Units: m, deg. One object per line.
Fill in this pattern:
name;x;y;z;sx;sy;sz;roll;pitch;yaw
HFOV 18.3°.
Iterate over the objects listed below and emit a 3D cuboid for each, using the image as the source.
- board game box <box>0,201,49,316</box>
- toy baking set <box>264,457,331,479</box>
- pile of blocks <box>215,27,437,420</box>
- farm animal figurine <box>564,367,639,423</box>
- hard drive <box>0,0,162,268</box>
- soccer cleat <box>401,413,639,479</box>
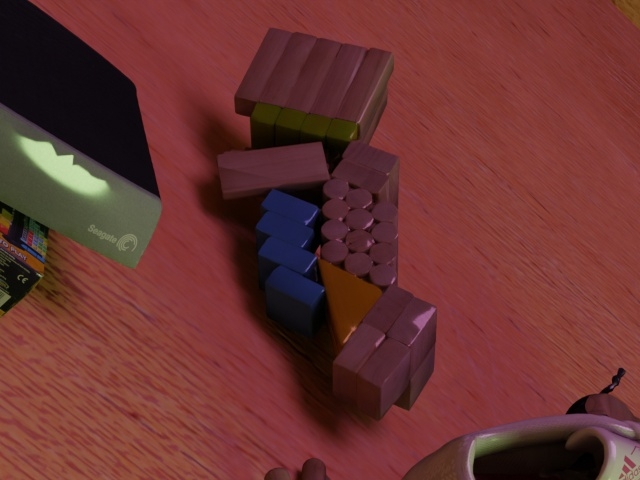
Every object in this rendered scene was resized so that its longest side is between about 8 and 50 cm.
board game box;-0.240;-0.050;1.199;0.170;0.048;0.141;38;25;-25
toy baking set;0.054;0.247;1.274;0.196;0.030;0.256;29;29;-40
pile of blocks;0.000;0.000;1.523;0.113;0.149;0.362;89;-5;-50
farm animal figurine;0.286;0.210;1.529;0.172;0.330;0.327;28;63;-27
hard drive;-0.204;-0.099;1.211;0.254;0.054;0.172;33;26;-35
soccer cleat;0.210;0.172;1.299;0.331;0.143;0.116;-1;60;-21
